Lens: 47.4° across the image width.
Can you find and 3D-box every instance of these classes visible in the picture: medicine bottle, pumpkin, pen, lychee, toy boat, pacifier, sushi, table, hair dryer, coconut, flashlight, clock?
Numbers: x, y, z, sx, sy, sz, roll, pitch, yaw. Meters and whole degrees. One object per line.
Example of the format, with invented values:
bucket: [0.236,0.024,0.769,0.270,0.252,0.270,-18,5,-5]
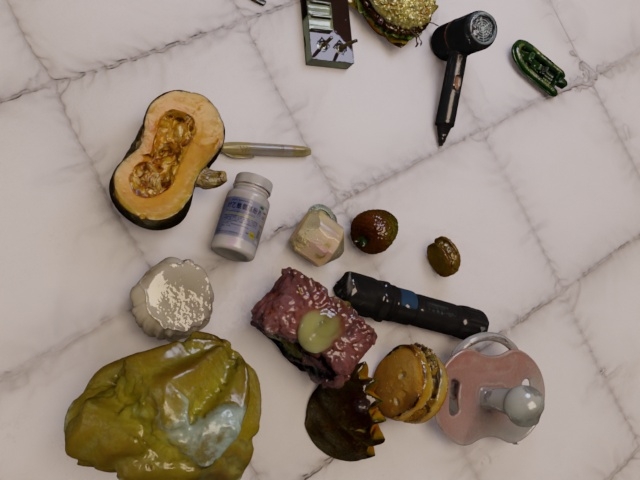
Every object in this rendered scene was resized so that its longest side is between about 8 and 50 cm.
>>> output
medicine bottle: [-0.174,-0.053,1.644,0.103,0.103,0.186,22,71,-19]
pumpkin: [-0.314,-0.160,1.582,0.222,0.139,0.317,28,67,-14]
pen: [-0.129,-0.212,1.740,0.233,0.032,0.040,0,102,-26]
lychee: [0.130,-0.022,1.774,0.146,0.114,0.114,-35,95,-39]
toy boat: [0.642,-0.513,2.154,0.210,0.052,0.104,36,69,-15]
pacifier: [0.427,0.382,1.774,0.332,0.220,0.273,5,32,-23]
sushi: [-0.021,0.190,1.596,0.270,0.236,0.171,42,75,-9]
table: [0.028,-0.571,1.845,0.122,0.111,0.240,-1,79,-24]
hair dryer: [0.367,-0.426,1.953,0.107,0.189,0.352,10,88,-21]
coconut: [0.000,0.000,1.710,0.122,0.116,0.116,33,67,-11]
flashlight: [0.233,0.168,1.799,0.424,0.103,0.103,16,73,-23]
pumpkin: [0.052,0.387,1.642,0.149,0.130,0.254,-11,85,-27]
clock: [0.004,-0.051,1.779,0.074,0.010,0.083,-43,98,-25]

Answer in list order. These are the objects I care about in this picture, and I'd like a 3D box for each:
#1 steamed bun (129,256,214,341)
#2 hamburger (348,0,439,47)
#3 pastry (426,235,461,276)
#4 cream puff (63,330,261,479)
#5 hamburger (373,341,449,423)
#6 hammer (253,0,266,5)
steamed bun: [-0.313,0.127,1.540,0.183,0.106,0.182,5,79,-27]
hamburger: [0.212,-0.644,1.932,0.262,0.139,0.243,40,65,-11]
pastry: [0.314,0.042,1.857,0.057,0.097,0.109,-29,59,-17]
cream puff: [-0.276,0.304,1.376,0.378,0.378,0.275,12,80,-22]
hamburger: [0.215,0.331,1.707,0.118,0.182,0.191,23,61,-36]
hammer: [-0.149,-0.689,1.842,0.062,0.013,0.199,18,72,-21]
